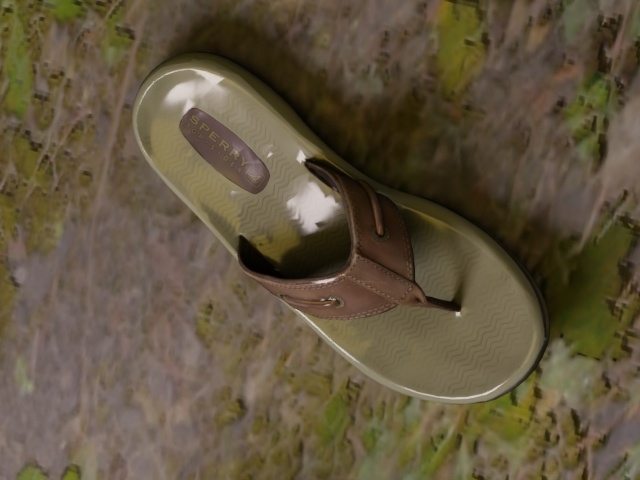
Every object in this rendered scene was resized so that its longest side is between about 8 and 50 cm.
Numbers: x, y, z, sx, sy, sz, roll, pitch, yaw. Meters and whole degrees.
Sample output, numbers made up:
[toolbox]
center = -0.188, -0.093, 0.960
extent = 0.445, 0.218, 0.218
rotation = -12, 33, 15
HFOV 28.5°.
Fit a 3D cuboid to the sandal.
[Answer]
[sandal]
center = -0.002, 0.000, 0.770
extent = 0.303, 0.086, 0.120
rotation = 36, 106, 7
